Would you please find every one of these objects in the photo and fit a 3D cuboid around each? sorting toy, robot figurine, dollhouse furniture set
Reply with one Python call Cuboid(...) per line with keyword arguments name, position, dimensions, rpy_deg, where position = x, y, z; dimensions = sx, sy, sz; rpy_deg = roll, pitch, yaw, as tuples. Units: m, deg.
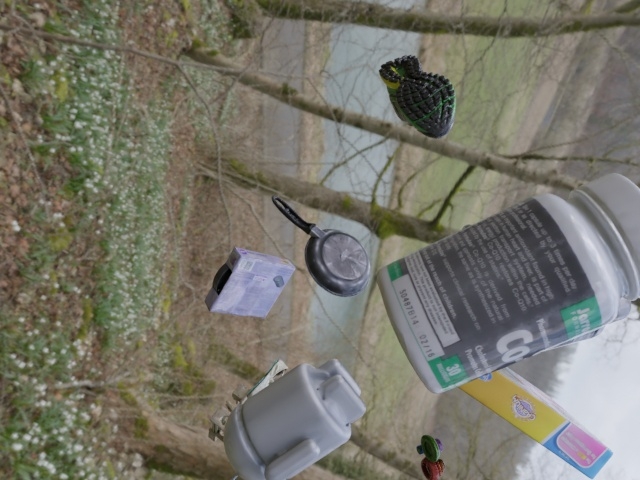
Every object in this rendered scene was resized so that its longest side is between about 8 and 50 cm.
Cuboid(name="sorting toy", position=(0.219, 0.412, 1.071), dimensions=(0.042, 0.061, 0.101), rpy_deg=(-11, 115, -23))
Cuboid(name="robot figurine", position=(-0.072, 0.420, 1.264), dimensions=(0.353, 0.199, 0.300), rpy_deg=(-34, -167, 6))
Cuboid(name="dollhouse furniture set", position=(-0.277, 0.588, 1.835), dimensions=(0.161, 0.101, 0.182), rpy_deg=(-47, 164, -35))

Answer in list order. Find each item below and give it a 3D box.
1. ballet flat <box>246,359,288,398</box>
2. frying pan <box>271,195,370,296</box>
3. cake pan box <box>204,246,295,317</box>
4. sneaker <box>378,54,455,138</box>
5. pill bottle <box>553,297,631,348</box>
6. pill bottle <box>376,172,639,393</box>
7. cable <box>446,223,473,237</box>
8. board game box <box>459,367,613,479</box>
Cuboid(name="ballet flat", position=(-0.160, 0.438, 1.729), dimensions=(0.168, 0.052, 0.057), rpy_deg=(-46, 171, -37))
Cuboid(name="frying pan", position=(0.024, -0.004, 1.459), dimensions=(0.197, 0.326, 0.053), rpy_deg=(-15, 162, -36))
Cuboid(name="cake pan box", position=(-0.256, 0.159, 2.004), dimensions=(0.267, 0.070, 0.245), rpy_deg=(14, 113, -42))
Cuboid(name="sneaker", position=(0.258, -0.348, 1.410), dimensions=(0.343, 0.134, 0.146), rpy_deg=(-105, 169, -52))
Cuboid(name="pill bottle", position=(0.582, 0.170, 1.371), dimensions=(0.176, 0.319, 0.176), rpy_deg=(168, -90, -81))
Cuboid(name="pill bottle", position=(0.281, 0.058, 0.794), dimensions=(0.361, 0.204, 0.204), rpy_deg=(-26, 172, 11))
Cuboid(name="cable", position=(0.361, 0.001, 1.311), dimensions=(0.287, 0.072, 0.139), rpy_deg=(-23, 130, -46))
Cuboid(name="board game box", position=(0.363, 0.293, 1.073), dimensions=(0.064, 0.317, 0.242), rpy_deg=(-54, -173, 4))
